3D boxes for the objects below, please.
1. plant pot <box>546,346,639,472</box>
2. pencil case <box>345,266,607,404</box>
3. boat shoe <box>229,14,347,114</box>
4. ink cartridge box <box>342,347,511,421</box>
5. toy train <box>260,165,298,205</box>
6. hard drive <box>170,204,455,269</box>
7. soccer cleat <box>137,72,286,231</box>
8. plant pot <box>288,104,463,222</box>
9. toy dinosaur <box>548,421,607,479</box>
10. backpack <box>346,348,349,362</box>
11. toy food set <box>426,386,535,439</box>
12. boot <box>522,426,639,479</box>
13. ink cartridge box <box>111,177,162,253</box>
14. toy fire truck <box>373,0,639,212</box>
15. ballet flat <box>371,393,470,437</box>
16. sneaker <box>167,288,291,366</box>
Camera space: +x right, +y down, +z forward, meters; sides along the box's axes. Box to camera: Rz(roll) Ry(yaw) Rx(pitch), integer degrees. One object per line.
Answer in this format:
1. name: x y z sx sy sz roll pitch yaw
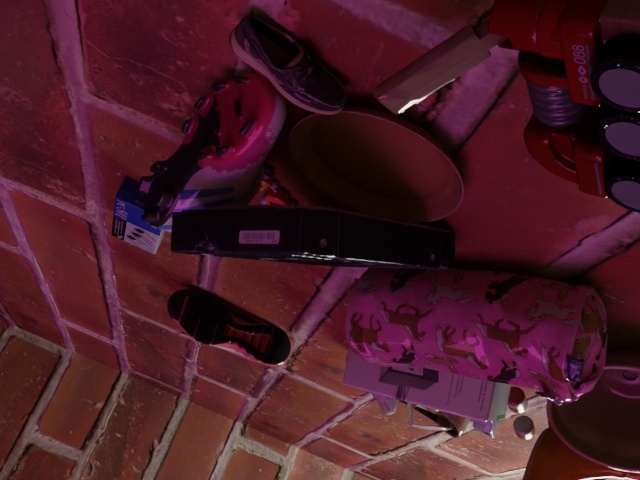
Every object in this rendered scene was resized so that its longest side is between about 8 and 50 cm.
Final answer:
1. plant pot: 0.486 0.247 1.189 0.237 0.110 0.237 13 130 16
2. pencil case: 0.227 0.133 1.147 0.386 0.167 0.160 6 140 35
3. boat shoe: -0.031 -0.195 0.840 0.152 0.056 0.049 30 160 -15
4. ink cartridge box: 0.205 0.246 1.400 0.273 0.115 0.198 10 174 25
5. toy train: -0.120 -0.078 1.165 0.166 0.046 0.125 18 155 9
6. hard drive: 0.000 0.000 1.029 0.237 0.064 0.339 0 175 41
7. soccer cleat: -0.122 -0.112 1.018 0.143 0.116 0.331 7 151 -39
8. plant pot: 0.074 -0.101 0.971 0.236 0.032 0.236 19 156 9
9. toy dinosaur: 0.498 0.381 1.382 0.160 0.313 0.121 34 151 58
10. backpack: 0.121 0.273 1.612 0.120 0.101 0.098 10 160 18
11. toy food set: 0.317 0.314 1.505 0.232 0.111 0.104 15 155 31
12. boot: 0.480 0.376 1.275 0.211 0.295 0.104 20 154 31
13. ink cartridge box: -0.341 -0.042 1.429 0.097 0.046 0.207 25 155 -8
14. toy fire truck: 0.200 -0.133 0.681 0.246 0.158 0.217 20 159 35
15. ballet flat: 0.201 0.359 1.708 0.316 0.106 0.107 25 156 -4
16. sneaker: -0.230 0.223 1.793 0.314 0.116 0.136 28 156 -13
